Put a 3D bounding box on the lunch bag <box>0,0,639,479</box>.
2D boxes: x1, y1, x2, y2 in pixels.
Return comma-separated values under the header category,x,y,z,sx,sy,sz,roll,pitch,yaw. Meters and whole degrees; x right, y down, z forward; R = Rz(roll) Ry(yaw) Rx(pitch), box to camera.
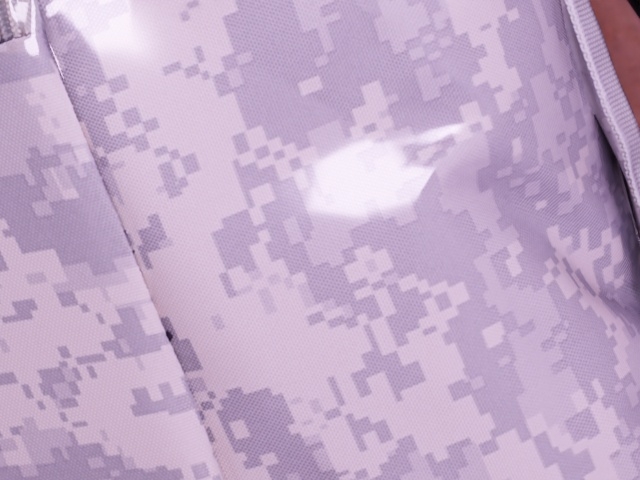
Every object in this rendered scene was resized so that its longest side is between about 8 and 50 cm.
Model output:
category,x,y,z,sx,sy,sz,roll,pitch,yaw
lunch bag,0.000,0.000,0.661,0.256,0.212,0.305,-16,101,21
